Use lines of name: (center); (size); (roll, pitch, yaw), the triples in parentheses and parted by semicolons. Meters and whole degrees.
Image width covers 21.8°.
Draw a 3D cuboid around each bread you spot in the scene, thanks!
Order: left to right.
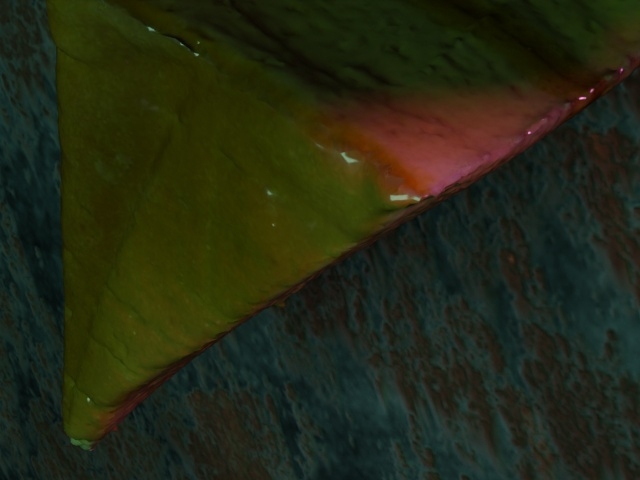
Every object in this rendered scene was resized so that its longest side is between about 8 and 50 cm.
bread: (0.000, 0.000, 0.892); (0.245, 0.233, 0.361); (35, 138, 25)
